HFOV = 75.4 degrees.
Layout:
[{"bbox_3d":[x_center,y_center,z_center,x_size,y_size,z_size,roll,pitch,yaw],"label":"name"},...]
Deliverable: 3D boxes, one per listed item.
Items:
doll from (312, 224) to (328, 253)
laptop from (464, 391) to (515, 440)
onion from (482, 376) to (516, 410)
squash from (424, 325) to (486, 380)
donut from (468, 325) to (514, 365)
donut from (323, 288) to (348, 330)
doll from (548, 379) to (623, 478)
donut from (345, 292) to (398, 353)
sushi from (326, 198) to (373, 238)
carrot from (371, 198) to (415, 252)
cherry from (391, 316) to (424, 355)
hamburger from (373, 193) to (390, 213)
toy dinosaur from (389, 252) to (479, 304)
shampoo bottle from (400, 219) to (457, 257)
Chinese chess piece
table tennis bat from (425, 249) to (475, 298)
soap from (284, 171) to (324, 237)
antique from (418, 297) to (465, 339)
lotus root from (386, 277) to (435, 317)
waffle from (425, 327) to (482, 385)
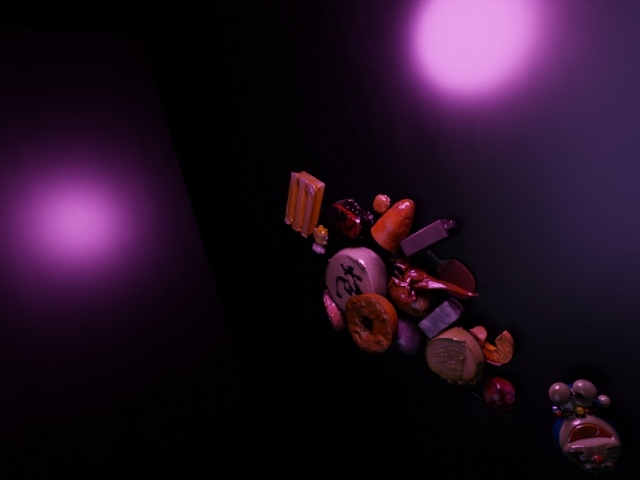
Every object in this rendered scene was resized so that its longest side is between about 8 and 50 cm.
[{"bbox_3d":[0.000,0.000,2.237,0.106,0.062,0.162,39,131,37],"label":"doll"},{"bbox_3d":[0.717,0.744,1.763,0.197,0.016,0.135,28,123,37],"label":"laptop"},{"bbox_3d":[0.708,0.610,1.641,0.131,0.131,0.131,21,120,42],"label":"onion"},{"bbox_3d":[0.545,0.463,1.654,0.220,0.133,0.220,26,124,47],"label":"squash"},{"bbox_3d":[0.677,0.413,1.633,0.181,0.078,0.146,-4,103,43],"label":"donut"},{"bbox_3d":[0.087,0.369,2.210,0.085,0.199,0.232,-20,92,10],"label":"donut"},{"bbox_3d":[0.890,0.630,1.398,0.199,0.186,0.321,-11,78,19],"label":"doll"},{"bbox_3d":[0.236,0.363,1.869,0.278,0.108,0.277,14,111,40],"label":"donut"},{"bbox_3d":[0.140,-0.106,1.997,0.225,0.126,0.136,37,129,26],"label":"sushi"},{"bbox_3d":[0.335,-0.081,1.788,0.159,0.159,0.225,47,120,26],"label":"carrot"},{"bbox_3d":[0.395,0.436,1.910,0.176,0.140,0.176,-4,82,34],"label":"cherry"},{"bbox_3d":[0.276,-0.166,1.876,0.076,0.044,0.083,32,129,38],"label":"hamburger"},{"bbox_3d":[0.412,0.184,1.728,0.432,0.208,0.097,38,149,41],"label":"toy dinosaur"},{"bbox_3d":[0.447,-0.013,1.695,0.246,0.080,0.079,-34,72,41],"label":"shampoo bottle"},{"bbox_3d":[0.180,0.202,2.050,0.349,0.146,0.349,21,120,42],"label":"Chinese chess piece"},{"bbox_3d":[0.528,0.126,1.724,0.274,0.021,0.154,50,140,22],"label":"table tennis bat"},{"bbox_3d":[-0.088,-0.196,2.238,0.199,0.091,0.315,34,127,34],"label":"soap"},{"bbox_3d":[0.514,0.325,1.738,0.183,0.088,0.086,-49,66,28],"label":"antique"},{"bbox_3d":[0.394,0.244,1.842,0.260,0.128,0.145,30,114,41],"label":"lotus root"},{"bbox_3d":[0.572,0.503,1.799,0.250,0.056,0.261,-10,99,51],"label":"waffle"}]
